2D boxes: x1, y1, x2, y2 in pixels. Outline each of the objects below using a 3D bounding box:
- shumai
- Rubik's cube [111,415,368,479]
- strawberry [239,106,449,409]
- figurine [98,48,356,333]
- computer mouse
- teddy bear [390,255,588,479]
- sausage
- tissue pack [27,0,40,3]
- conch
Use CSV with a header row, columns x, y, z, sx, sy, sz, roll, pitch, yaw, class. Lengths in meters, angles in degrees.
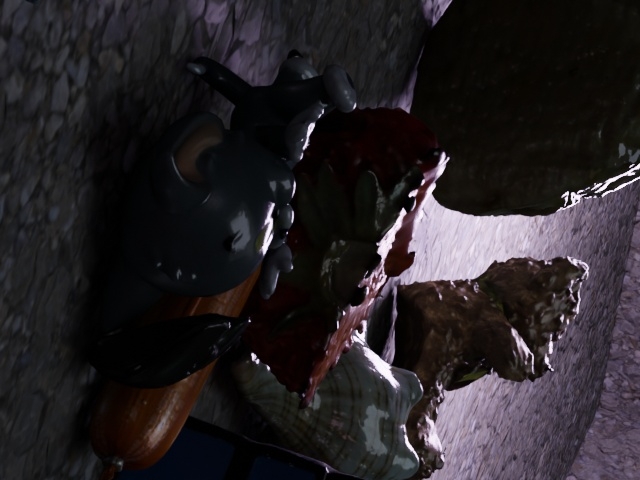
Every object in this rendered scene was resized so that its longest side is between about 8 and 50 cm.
x,y,z,sx,sy,sz,roll,pitch,yaw,class
0.278,-0.148,2.085,0.288,0.330,0.292,34,49,-62,shumai
-0.047,0.333,1.578,0.293,0.283,0.288,57,51,-68,Rubik's cube
0.006,-0.013,1.660,0.253,0.150,0.280,-64,174,19,strawberry
-0.060,-0.065,1.397,0.193,0.140,0.265,124,-16,-52,figurine
-0.110,0.082,1.381,0.079,0.135,0.047,-6,80,-59,computer mouse
0.181,0.156,2.253,0.246,0.222,0.296,147,-48,-72,teddy bear
-0.117,0.088,1.472,0.071,0.071,0.234,81,31,-57,sausage
-0.164,-0.261,0.941,0.257,0.081,0.185,66,43,-66,tissue pack
0.016,0.164,1.832,0.386,0.169,0.203,80,6,-61,conch
